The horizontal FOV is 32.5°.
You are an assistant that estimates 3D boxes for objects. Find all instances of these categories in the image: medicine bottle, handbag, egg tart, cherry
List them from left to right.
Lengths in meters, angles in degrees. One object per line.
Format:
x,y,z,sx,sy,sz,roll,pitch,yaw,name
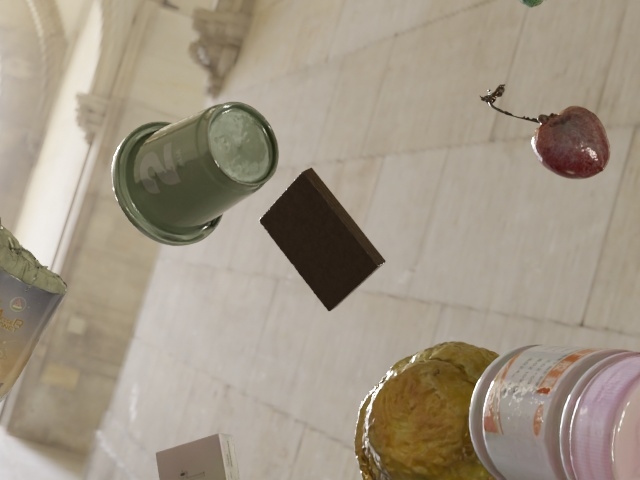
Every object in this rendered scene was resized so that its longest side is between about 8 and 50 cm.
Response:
-0.330,0.071,1.091,0.117,0.173,0.095,31,5,-6,handbag
0.172,0.290,1.682,0.319,0.319,0.128,12,-13,40,egg tart
0.344,-0.175,1.638,0.225,0.107,0.090,50,6,26,cherry
0.340,0.231,1.334,0.202,0.202,0.316,18,-9,-20,medicine bottle

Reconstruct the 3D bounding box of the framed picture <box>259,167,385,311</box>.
0.000,0.000,1.540,0.168,0.128,0.023,52,42,8,framed picture

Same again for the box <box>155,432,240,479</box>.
-0.199,0.400,1.818,0.129,0.130,0.051,-20,-22,22,box

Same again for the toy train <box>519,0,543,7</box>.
0.232,-0.450,1.522,0.298,0.194,0.120,44,-28,6,toy train

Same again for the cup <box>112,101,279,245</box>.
-0.107,-0.063,0.982,0.120,0.120,0.141,21,-26,-38,cup
